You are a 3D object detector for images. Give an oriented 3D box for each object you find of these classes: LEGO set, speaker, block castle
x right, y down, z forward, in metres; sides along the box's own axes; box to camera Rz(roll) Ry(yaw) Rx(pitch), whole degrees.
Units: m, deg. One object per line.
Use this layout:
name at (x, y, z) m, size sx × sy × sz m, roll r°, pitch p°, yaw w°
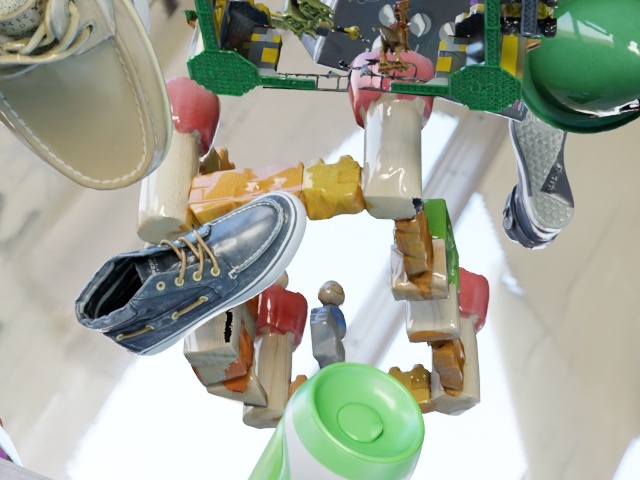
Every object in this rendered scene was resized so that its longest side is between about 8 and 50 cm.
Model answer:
LEGO set at (0.034, -0.247, 1.237) m, size 0.331 × 0.192 × 0.255 m, roll 0°, pitch -32°, yaw 16°
speaker at (-0.014, 0.242, 1.373) m, size 0.131 × 0.131 × 0.296 m, roll 30°, pitch -50°, yaw 3°
block castle at (0.000, 0.000, 1.581) m, size 0.303 × 0.213 × 0.453 m, roll -7°, pitch -35°, yaw 11°

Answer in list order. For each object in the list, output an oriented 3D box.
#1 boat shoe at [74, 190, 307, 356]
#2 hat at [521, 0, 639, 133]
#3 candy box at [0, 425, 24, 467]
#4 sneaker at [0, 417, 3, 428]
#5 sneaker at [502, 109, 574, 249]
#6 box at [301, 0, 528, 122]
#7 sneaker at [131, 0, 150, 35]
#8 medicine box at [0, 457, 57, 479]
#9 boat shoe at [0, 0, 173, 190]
boat shoe at (-0.097, 0.020, 1.161) m, size 0.065 × 0.183 × 0.083 m, roll 58°, pitch 13°, yaw 30°
hat at (0.305, -0.154, 1.483) m, size 0.173 × 0.208 × 0.183 m, roll 57°, pitch 10°, yaw -28°
candy box at (-0.401, 0.228, 1.398) m, size 0.071 × 0.233 × 0.159 m, roll 55°, pitch -8°, yaw 34°
sneaker at (-0.388, 0.267, 1.536) m, size 0.128 × 0.221 × 0.087 m, roll 1°, pitch -56°, yaw -4°
sneaker at (0.298, -0.099, 2.156) m, size 0.086 × 0.226 × 0.163 m, roll 0°, pitch -18°, yaw -3°
box at (0.125, -0.259, 1.831) m, size 0.270 × 0.143 × 0.165 m, roll 14°, pitch 18°, yaw -16°
sneaker at (-0.292, -0.232, 1.807) m, size 0.102 × 0.161 × 0.282 m, roll 49°, pitch -33°, yaw 33°
medicine box at (-0.247, 0.302, 1.079) m, size 0.149 × 0.263 × 0.289 m, roll 22°, pitch -5°, yaw -3°
boat shoe at (-0.171, -0.133, 0.831) m, size 0.098 × 0.109 × 0.302 m, roll -108°, pitch 172°, yaw -56°
